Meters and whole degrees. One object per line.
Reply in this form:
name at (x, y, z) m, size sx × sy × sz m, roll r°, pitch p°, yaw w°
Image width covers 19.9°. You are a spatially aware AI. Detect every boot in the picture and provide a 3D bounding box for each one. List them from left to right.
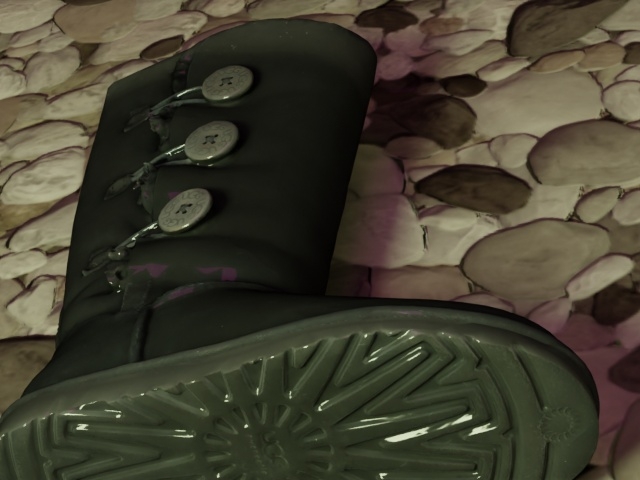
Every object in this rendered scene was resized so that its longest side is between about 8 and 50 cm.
boot at (-0.002, 0.000, 1.218) m, size 0.367 × 0.146 × 0.445 m, roll -5°, pitch 31°, yaw 11°
